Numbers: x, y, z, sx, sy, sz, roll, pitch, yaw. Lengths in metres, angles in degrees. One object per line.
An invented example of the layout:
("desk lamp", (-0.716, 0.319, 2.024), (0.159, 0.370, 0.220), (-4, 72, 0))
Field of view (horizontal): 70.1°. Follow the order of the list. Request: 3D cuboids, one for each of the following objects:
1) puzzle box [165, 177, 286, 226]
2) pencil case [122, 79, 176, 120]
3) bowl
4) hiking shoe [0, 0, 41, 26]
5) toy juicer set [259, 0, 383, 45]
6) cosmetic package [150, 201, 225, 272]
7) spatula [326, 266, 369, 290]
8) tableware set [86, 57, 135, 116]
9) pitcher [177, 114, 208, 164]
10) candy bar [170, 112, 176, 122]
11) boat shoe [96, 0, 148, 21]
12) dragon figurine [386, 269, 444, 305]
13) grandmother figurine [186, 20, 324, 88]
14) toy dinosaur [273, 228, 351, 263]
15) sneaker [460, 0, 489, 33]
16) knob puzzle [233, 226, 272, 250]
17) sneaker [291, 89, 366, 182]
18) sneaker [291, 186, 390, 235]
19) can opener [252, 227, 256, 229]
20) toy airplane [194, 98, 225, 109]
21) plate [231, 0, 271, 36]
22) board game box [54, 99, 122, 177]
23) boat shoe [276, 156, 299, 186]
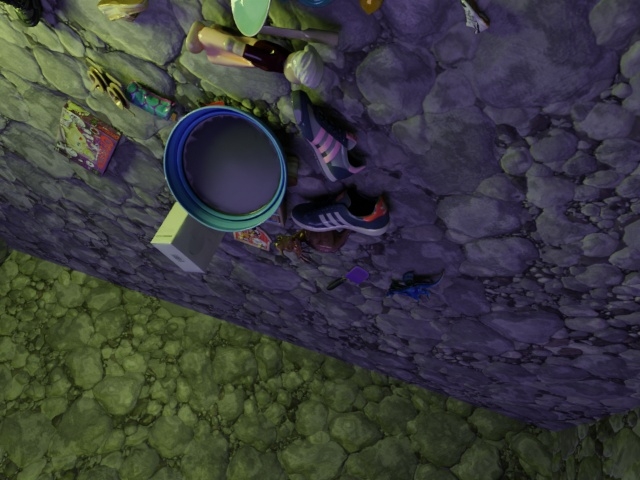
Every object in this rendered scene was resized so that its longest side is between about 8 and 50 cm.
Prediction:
("puzzle box", (-0.328, -0.153, 1.669), (0.408, 0.052, 0.272), (13, 164, 4))
("pencil case", (-0.531, -0.437, 1.423), (0.151, 0.065, 0.070), (27, 128, -12))
("bowl", (-0.286, -0.219, 1.414), (0.390, 0.077, 0.392), (4, 114, 9))
("hiking shoe", (-0.827, -0.655, 1.203), (0.086, 0.114, 0.227), (20, 150, 3))
("toy juicer set", (0.021, -0.523, 0.939), (0.209, 0.090, 0.329), (14, 155, -26))
("cosmetic package", (-0.563, -0.015, 1.967), (0.138, 0.225, 0.224), (1, 144, 35))
("spatula", (0.110, 0.183, 2.065), (0.084, 0.030, 0.296), (30, 149, -19))
("tableware set", (-0.664, -0.465, 1.413), (0.194, 0.039, 0.128), (38, 155, 20))
("pitcher", (-0.382, -0.307, 1.503), (0.207, 0.125, 0.178), (21, 128, 6))
("candy bar", (-0.544, -0.435, 1.482), (0.161, 0.018, 0.040), (26, 150, -10))
("boat shoe", (-0.491, -0.589, 1.161), (0.170, 0.063, 0.059), (15, 153, 30))
("dragon figurine", (0.374, 0.184, 1.847), (0.144, 0.085, 0.289), (25, 151, -7))
("grandmother figurine", (-0.136, -0.432, 1.069), (0.342, 0.207, 0.104), (26, 126, 23))
("toy dinosaur", (0.000, 0.000, 1.666), (0.295, 0.200, 0.127), (2, 145, 28))
("sneaker", (0.302, -0.450, 0.917), (0.083, 0.032, 0.037), (37, 146, -24))
("knob puzzle", (-0.304, -0.021, 1.992), (0.213, 0.030, 0.213), (16, 149, 10))
("sneaker", (0.028, -0.302, 1.280), (0.131, 0.112, 0.319), (-13, 141, 20))
("sneaker", (0.059, -0.115, 1.536), (0.349, 0.131, 0.148), (4, 139, 17))
("can opener", (-0.339, -0.092, 1.868), (0.186, 0.073, 0.059), (30, 142, -28))
("toy airplane", (-0.336, -0.382, 1.428), (0.151, 0.028, 0.151), (17, 151, 10))
("plate", (-0.141, -0.531, 0.961), (0.024, 0.188, 0.188), (-11, 168, -34))
("board game box", (-0.908, -0.381, 1.771), (0.208, 0.056, 0.346), (30, 149, -23))
("boat shoe", (-0.191, -0.232, 1.541), (0.285, 0.089, 0.104), (5, 170, 30))
